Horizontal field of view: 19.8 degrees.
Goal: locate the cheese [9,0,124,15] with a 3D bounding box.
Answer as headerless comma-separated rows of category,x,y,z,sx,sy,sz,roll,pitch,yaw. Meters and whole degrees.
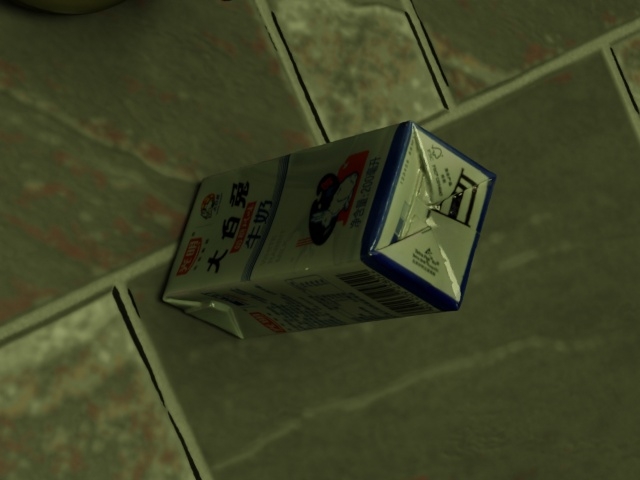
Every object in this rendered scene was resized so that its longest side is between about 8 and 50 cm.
cheese,-0.220,-0.281,1.603,0.202,0.091,0.175,12,78,-33

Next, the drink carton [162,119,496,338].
drink carton,0.000,0.000,1.560,0.106,0.315,0.130,31,65,-29
